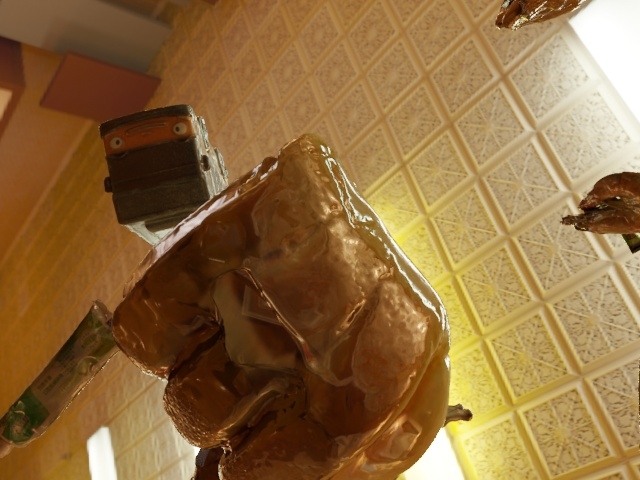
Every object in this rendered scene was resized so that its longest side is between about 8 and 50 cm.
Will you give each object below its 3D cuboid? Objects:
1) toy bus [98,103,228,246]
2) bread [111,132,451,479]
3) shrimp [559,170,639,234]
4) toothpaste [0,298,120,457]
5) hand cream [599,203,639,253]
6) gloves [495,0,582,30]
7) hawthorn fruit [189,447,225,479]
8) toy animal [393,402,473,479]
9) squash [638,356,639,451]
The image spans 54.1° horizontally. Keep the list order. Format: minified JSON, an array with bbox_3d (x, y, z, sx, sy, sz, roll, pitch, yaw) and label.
[{"bbox_3d":[-0.245,-0.088,1.081,0.323,0.162,0.194,83,-6,-78],"label":"toy bus"},{"bbox_3d":[-0.030,0.107,0.621,0.300,0.210,0.341,-33,-95,11],"label":"bread"},{"bbox_3d":[0.409,-0.046,0.879,0.101,0.042,0.190,50,-22,-6],"label":"shrimp"},{"bbox_3d":[-0.351,0.192,0.832,0.078,0.047,0.248,42,-88,7],"label":"toothpaste"},{"bbox_3d":[0.605,-0.030,1.258,0.036,0.023,0.122,-28,-112,0],"label":"hand cream"},{"bbox_3d":[0.445,-0.521,1.123,0.356,0.203,0.155,-48,-144,3],"label":"gloves"},{"bbox_3d":[-0.087,0.406,1.029,0.210,0.266,0.230,-98,-156,-46],"label":"hawthorn fruit"},{"bbox_3d":[0.128,0.250,0.881,0.090,0.170,0.255,117,-31,-77],"label":"toy animal"},{"bbox_3d":[0.409,0.207,0.576,0.237,0.204,0.155,23,-99,46],"label":"squash"}]
